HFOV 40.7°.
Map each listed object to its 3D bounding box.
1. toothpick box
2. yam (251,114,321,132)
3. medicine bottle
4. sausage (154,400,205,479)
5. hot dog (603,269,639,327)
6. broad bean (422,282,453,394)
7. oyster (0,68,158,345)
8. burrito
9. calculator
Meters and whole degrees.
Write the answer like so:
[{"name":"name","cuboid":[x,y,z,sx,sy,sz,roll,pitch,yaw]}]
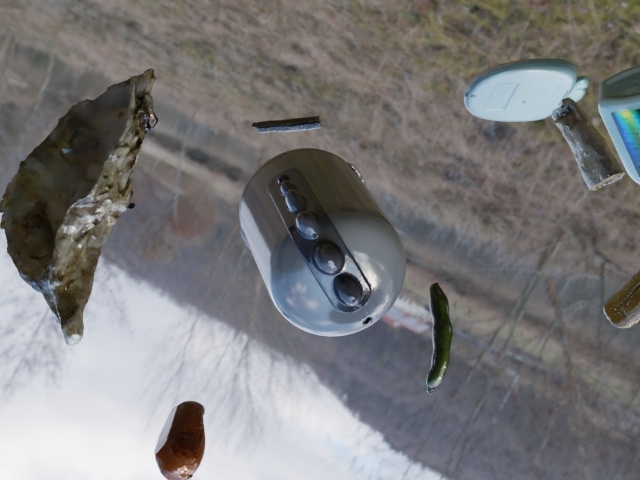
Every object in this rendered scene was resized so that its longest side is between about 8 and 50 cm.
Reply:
[{"name":"toothpick box","cuboid":[0.000,0.000,1.268,0.229,0.229,0.316,27,-164,-25]},{"name":"yam","cuboid":[-0.063,-0.217,1.624,0.130,0.027,0.033,-4,-160,8]},{"name":"medicine bottle","cuboid":[0.481,-0.141,1.209,0.121,0.083,0.229,-13,133,32]},{"name":"sausage","cuboid":[-0.247,0.354,1.546,0.089,0.089,0.179,28,-155,-14]},{"name":"hot dog","cuboid":[0.644,0.062,1.627,0.061,0.286,0.087,-3,-125,-41]},{"name":"broad bean","cuboid":[0.234,0.197,1.732,0.039,0.226,0.069,10,174,-36]},{"name":"oyster","cuboid":[-0.332,-0.057,1.169,0.204,0.396,0.111,3,158,35]},{"name":"burrito","cuboid":[0.513,-0.182,1.661,0.060,0.087,0.226,-7,-127,-15]},{"name":"calculator","cuboid":[0.456,-0.326,1.892,0.295,0.042,0.184,-4,148,-16]}]
